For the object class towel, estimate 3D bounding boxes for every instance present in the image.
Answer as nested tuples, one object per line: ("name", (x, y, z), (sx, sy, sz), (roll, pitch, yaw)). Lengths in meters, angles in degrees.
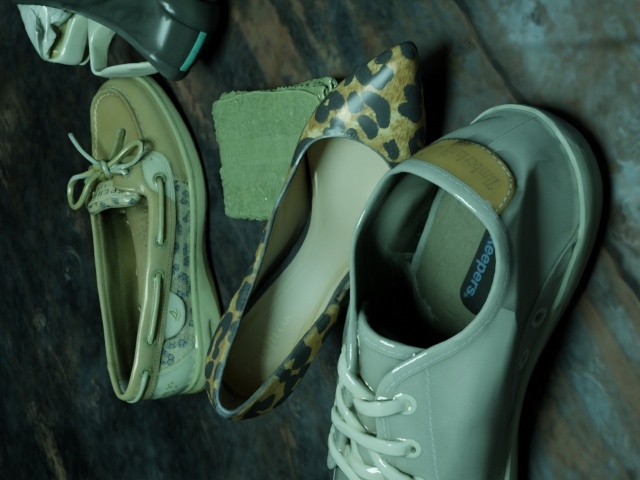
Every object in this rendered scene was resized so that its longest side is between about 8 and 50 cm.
("towel", (-0.029, -0.068, 1.141), (0.148, 0.027, 0.110), (-3, 95, 47))

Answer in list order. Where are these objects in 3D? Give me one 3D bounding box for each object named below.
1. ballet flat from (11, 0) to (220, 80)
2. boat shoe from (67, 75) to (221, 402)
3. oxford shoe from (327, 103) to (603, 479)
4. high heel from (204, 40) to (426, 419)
("ballet flat", (-0.198, -0.193, 1.250), (0.280, 0.095, 0.096), (21, 100, 44))
("boat shoe", (-0.154, -0.006, 1.241), (0.104, 0.089, 0.285), (-22, 79, 48))
("oxford shoe", (0.062, 0.118, 0.998), (0.169, 0.130, 0.449), (35, 122, 37))
("high heel", (0.000, 0.000, 0.995), (0.093, 0.186, 0.261), (26, 122, 1))
